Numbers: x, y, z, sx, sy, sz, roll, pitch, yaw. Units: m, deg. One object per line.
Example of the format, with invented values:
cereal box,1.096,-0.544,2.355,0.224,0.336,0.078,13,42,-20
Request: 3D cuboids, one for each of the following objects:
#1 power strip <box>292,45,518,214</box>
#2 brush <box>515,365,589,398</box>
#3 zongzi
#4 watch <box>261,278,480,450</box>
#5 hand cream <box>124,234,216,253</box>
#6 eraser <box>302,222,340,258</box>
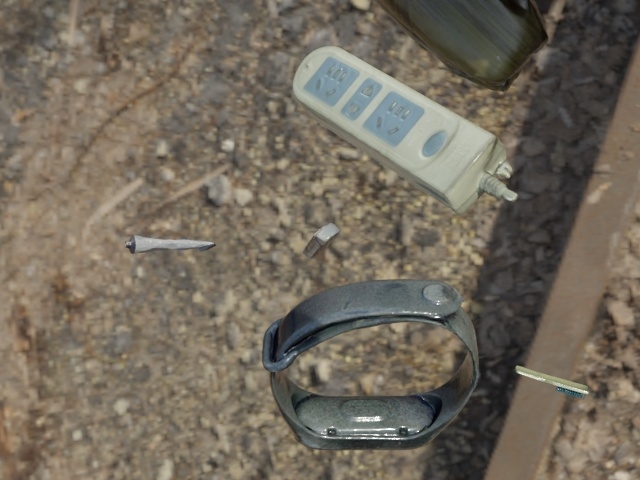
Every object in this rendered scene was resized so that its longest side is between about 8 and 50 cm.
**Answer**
power strip,0.048,-0.067,0.690,0.047,0.030,0.191,-50,52,-4
brush,0.254,0.156,1.265,0.083,0.016,0.013,18,114,4
zongzi,0.088,-0.245,0.951,0.112,0.242,0.221,-44,68,2
watch,0.046,0.120,1.098,0.206,0.068,0.193,3,127,-3
hand cream,-0.153,0.003,1.160,0.030,0.093,0.019,-21,73,55
eraser,0.000,0.000,1.252,0.019,0.027,0.099,52,165,5
